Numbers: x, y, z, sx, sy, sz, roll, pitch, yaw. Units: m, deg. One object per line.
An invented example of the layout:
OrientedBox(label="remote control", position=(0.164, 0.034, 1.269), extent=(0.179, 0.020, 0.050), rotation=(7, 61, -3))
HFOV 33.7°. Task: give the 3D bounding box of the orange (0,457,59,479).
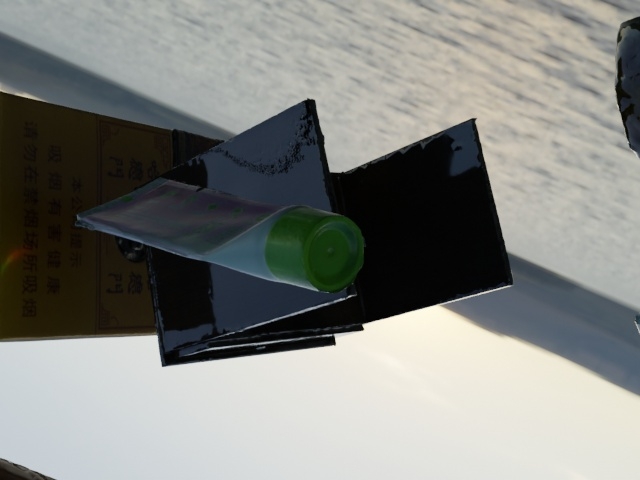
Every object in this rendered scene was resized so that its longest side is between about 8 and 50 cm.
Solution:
OrientedBox(label="orange", position=(-0.134, 0.170, 0.278), extent=(0.183, 0.249, 0.249), rotation=(37, 174, -38))

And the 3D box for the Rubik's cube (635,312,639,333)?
OrientedBox(label="Rubik's cube", position=(0.323, 0.078, 0.303), extent=(0.387, 0.368, 0.358), rotation=(64, 159, 2))

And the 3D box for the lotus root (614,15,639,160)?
OrientedBox(label="lotus root", position=(0.392, -0.104, 0.790), extent=(0.314, 0.142, 0.210), rotation=(-3, 172, 33))

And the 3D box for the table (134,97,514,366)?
OrientedBox(label="table", position=(0.000, 0.000, 1.077), extent=(0.251, 0.196, 0.282), rotation=(0, 165, -44))

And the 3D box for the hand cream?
OrientedBox(label="hand cream", position=(-0.078, -0.011, 0.742), extent=(0.079, 0.050, 0.275), rotation=(4, -174, -39))

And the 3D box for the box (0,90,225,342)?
OrientedBox(label="box", position=(-0.266, -0.014, 1.253), extent=(0.116, 0.264, 0.415), rotation=(-4, 174, 30))
